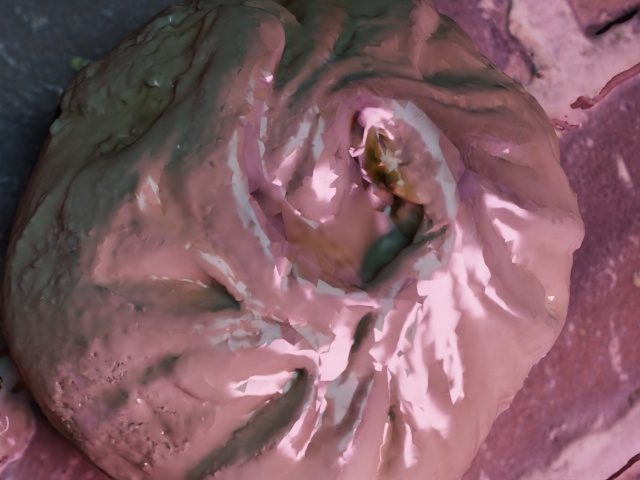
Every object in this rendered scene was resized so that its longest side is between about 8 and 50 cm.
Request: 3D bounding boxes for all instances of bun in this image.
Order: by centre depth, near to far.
[{"bbox_3d":[0.000,0.000,0.945,0.360,0.211,0.359,5,79,-27],"label":"bun"}]

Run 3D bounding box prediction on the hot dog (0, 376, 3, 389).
[{"bbox_3d":[-0.240,0.094,0.900,0.122,0.037,0.049,-2,92,-23],"label":"hot dog"}]
